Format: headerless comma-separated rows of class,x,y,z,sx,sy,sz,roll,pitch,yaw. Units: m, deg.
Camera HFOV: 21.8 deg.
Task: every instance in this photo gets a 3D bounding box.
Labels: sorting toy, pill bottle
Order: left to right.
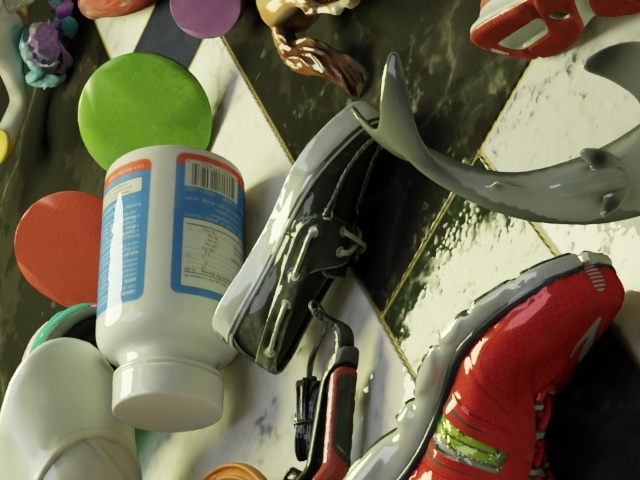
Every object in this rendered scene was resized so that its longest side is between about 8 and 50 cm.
sorting toy,-0.168,-0.109,1.606,0.366,0.127,0.126,-60,2,19
pill bottle,-0.126,0.042,1.399,0.124,0.124,0.222,-35,47,49

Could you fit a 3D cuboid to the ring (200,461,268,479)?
ring,-0.091,0.333,1.242,0.336,0.032,0.337,-170,90,-67

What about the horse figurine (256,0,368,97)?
horse figurine,0.004,-0.245,1.374,0.174,0.066,0.263,-9,66,53

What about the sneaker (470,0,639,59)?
sneaker,0.169,-0.205,1.046,0.221,0.087,0.128,-19,61,55

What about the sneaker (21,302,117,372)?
sneaker,-0.219,0.182,1.506,0.178,0.123,0.296,136,141,-57

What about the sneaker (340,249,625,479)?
sneaker,0.112,0.127,0.998,0.118,0.107,0.279,52,127,34

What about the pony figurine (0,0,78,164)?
pony figurine,-0.389,-0.271,1.855,0.351,0.302,0.363,79,-155,-62

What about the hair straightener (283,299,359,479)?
hair straightener,-0.011,0.158,1.214,0.089,0.047,0.230,-23,63,56

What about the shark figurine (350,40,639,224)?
shark figurine,0.164,-0.051,0.936,0.116,0.278,0.166,-17,-89,-81

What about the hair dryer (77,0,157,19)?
hair dryer,-0.173,-0.335,1.749,0.293,0.080,0.224,-50,20,30

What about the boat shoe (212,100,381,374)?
boat shoe,0.000,0.000,1.265,0.070,0.078,0.219,36,108,23

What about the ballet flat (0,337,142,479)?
ballet flat,-0.204,0.286,1.392,0.139,0.139,0.400,26,111,61
